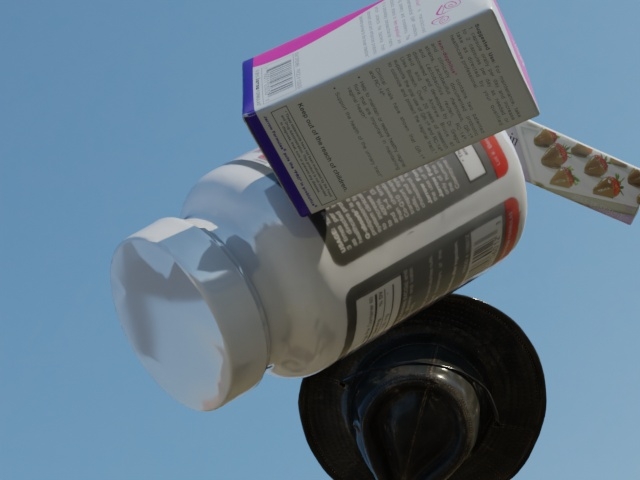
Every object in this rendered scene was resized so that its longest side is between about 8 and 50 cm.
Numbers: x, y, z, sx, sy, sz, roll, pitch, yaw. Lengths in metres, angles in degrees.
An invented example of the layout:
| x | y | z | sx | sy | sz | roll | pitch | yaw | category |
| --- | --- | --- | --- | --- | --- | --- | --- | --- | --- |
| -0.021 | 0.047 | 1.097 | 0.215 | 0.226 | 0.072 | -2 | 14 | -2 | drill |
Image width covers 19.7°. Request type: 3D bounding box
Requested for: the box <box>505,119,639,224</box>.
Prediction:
| x | y | z | sx | sy | sz | roll | pitch | yaw | category |
| --- | --- | --- | --- | --- | --- | --- | --- | --- | --- |
| 0.205 | -0.102 | 1.965 | 0.324 | 0.067 | 0.063 | 21 | -86 | -25 | box |

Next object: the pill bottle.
| x | y | z | sx | sy | sz | roll | pitch | yaw | category |
| --- | --- | --- | --- | --- | --- | --- | --- | --- | --- |
| 0.000 | 0.000 | 1.705 | 0.363 | 0.210 | 0.210 | -28 | -22 | -33 | pill bottle |

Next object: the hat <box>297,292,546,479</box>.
| x | y | z | sx | sy | sz | roll | pitch | yaw | category |
| --- | --- | --- | --- | --- | --- | --- | --- | --- | --- |
| 0.118 | 0.227 | 2.218 | 0.331 | 0.134 | 0.331 | 3 | -60 | 5 | hat |

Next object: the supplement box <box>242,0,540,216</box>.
| x | y | z | sx | sy | sz | roll | pitch | yaw | category |
| --- | --- | --- | --- | --- | --- | --- | --- | --- | --- |
| 0.056 | -0.128 | 1.533 | 0.220 | 0.111 | 0.114 | -24 | -62 | 12 | supplement box |
